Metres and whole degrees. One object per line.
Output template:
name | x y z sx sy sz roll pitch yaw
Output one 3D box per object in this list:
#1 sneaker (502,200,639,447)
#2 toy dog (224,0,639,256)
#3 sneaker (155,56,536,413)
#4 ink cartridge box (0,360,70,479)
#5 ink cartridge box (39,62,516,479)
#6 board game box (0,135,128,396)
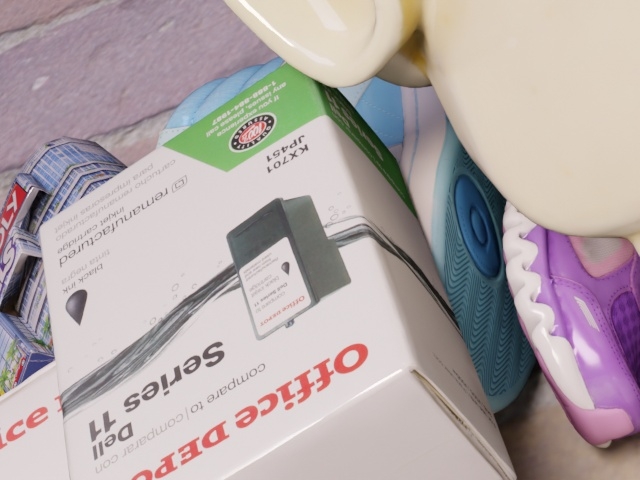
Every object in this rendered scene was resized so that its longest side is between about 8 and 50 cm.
sneaker | 0.146 -0.008 0.840 0.105 0.095 0.236 -13 42 16
toy dog | 0.196 -0.188 0.781 0.408 0.395 0.284 -33 -8 -46
sneaker | 0.000 0.000 0.915 0.208 0.127 0.319 -19 31 18
ink cartridge box | -0.074 0.172 0.792 0.197 0.114 0.273 -32 39 4
ink cartridge box | -0.026 0.043 0.720 0.153 0.087 0.208 -32 39 11
board game box | -0.168 0.039 0.999 0.194 0.060 0.194 33 105 58
